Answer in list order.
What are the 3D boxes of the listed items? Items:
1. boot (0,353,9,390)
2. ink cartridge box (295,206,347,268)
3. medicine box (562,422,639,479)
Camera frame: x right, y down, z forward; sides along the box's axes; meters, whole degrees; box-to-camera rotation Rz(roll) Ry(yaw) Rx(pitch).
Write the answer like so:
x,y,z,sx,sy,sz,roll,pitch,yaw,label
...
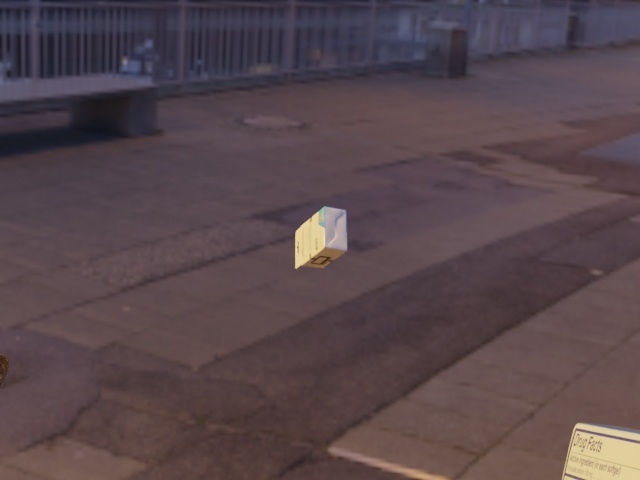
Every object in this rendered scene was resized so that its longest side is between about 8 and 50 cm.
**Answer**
x,y,z,sx,sy,sz,roll,pitch,yaw,label
-0.391,0.095,0.932,0.220,0.109,0.283,25,-10,4,boot
0.000,0.000,1.232,0.028,0.048,0.083,9,-21,-22,ink cartridge box
0.285,0.303,0.888,0.149,0.289,0.263,14,-7,-6,medicine box
